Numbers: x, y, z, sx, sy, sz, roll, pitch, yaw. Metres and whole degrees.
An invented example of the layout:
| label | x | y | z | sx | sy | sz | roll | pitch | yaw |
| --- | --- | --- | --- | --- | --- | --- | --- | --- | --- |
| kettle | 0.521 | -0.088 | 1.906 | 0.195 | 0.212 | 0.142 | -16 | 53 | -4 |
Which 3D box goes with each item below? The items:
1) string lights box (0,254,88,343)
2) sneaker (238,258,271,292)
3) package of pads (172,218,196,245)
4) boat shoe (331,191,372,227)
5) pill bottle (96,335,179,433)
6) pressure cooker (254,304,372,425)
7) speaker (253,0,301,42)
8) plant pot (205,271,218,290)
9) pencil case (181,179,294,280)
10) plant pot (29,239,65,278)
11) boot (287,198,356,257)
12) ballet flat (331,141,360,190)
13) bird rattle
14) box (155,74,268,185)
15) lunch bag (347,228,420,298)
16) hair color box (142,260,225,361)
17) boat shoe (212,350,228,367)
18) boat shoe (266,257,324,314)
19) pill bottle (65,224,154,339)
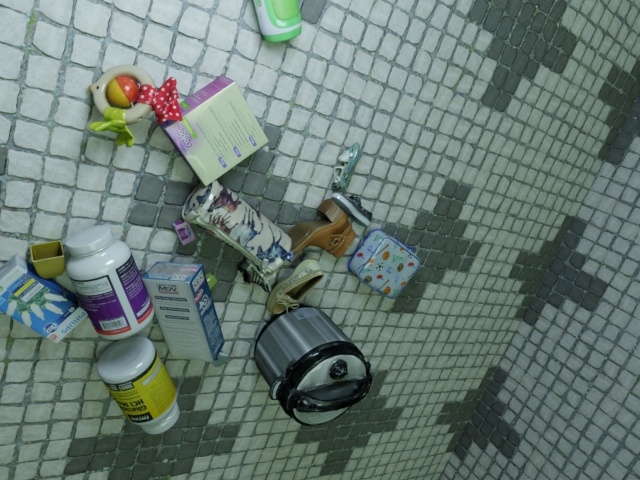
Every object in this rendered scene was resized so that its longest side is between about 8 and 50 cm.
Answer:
| label | x | y | z | sx | sy | sz | roll | pitch | yaw |
| --- | --- | --- | --- | --- | --- | --- | --- | --- | --- |
| string lights box | -0.829 | 0.175 | 1.448 | 0.133 | 0.077 | 0.259 | -44 | 130 | -7 |
| sneaker | -0.243 | 0.136 | 1.812 | 0.075 | 0.063 | 0.170 | -38 | 124 | -11 |
| package of pads | -0.442 | -0.028 | 1.615 | 0.050 | 0.032 | 0.083 | -29 | 127 | -18 |
| boat shoe | 0.129 | -0.133 | 1.899 | 0.228 | 0.080 | 0.076 | 37 | 75 | -37 |
| pill bottle | -0.606 | 0.504 | 1.694 | 0.188 | 0.188 | 0.334 | -26 | 126 | -19 |
| pressure cooker | -0.029 | 0.495 | 1.909 | 0.370 | 0.420 | 0.375 | -40 | 130 | -9 |
| speaker | -0.138 | -0.718 | 1.379 | 0.131 | 0.131 | 0.296 | -27 | 126 | -18 |
| plant pot | -0.400 | 0.153 | 1.717 | 0.079 | 0.083 | 0.083 | -42 | 131 | -22 |
| pencil case | -0.266 | -0.038 | 1.623 | 0.160 | 0.183 | 0.410 | -29 | 135 | 23 |
| plant pot | -0.777 | 0.061 | 1.421 | 0.082 | 0.081 | 0.083 | -12 | 130 | -28 |
| boot | 0.000 | 0.000 | 1.881 | 0.283 | 0.109 | 0.220 | -49 | 134 | -10 |
| ballet flat | 0.087 | -0.272 | 1.805 | 0.070 | 0.070 | 0.188 | 8 | 106 | -35 |
| bird rattle | -0.498 | -0.371 | 1.298 | 0.253 | 0.207 | 0.143 | -34 | 173 | 6 |
| box | -0.319 | -0.327 | 1.478 | 0.243 | 0.117 | 0.213 | -38 | 129 | -10 |
| lunch bag | 0.277 | 0.098 | 2.092 | 0.303 | 0.115 | 0.243 | 33 | 92 | -39 |
| hair color box | -0.448 | 0.241 | 1.654 | 0.174 | 0.105 | 0.347 | 3 | 124 | 15 |
| boat shoe | -0.407 | 0.418 | 1.863 | 0.065 | 0.083 | 0.183 | -39 | 156 | -8 |
| boat shoe | -0.100 | 0.190 | 1.888 | 0.105 | 0.089 | 0.285 | 22 | 116 | -42 |
| pill bottle | -0.630 | 0.124 | 1.475 | 0.182 | 0.181 | 0.323 | -22 | 121 | -21 |
